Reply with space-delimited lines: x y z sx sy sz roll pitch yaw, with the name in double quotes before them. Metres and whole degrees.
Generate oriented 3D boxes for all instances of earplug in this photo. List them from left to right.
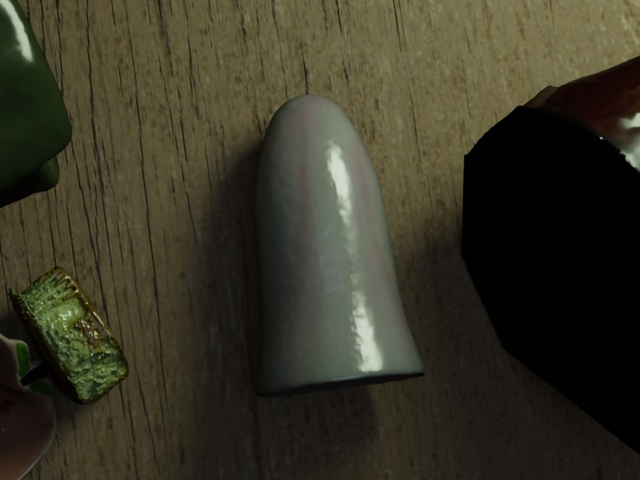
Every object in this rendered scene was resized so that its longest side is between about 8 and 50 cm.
"earplug" 0.000 0.000 1.750 0.172 0.172 0.301 -6 82 -12

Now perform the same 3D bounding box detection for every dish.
"dish" -0.363 0.162 1.662 0.213 0.090 0.213 -22 127 -33

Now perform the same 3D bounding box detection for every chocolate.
"chocolate" 0.376 -0.031 1.755 0.331 0.383 0.384 -27 93 -29

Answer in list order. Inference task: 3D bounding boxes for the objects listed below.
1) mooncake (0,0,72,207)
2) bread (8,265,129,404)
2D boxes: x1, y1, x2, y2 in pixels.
"mooncake" -0.372 -0.157 1.577 0.187 0.351 0.351 -28 93 -14
"bread" -0.247 0.094 1.699 0.069 0.128 0.140 -31 96 -12
